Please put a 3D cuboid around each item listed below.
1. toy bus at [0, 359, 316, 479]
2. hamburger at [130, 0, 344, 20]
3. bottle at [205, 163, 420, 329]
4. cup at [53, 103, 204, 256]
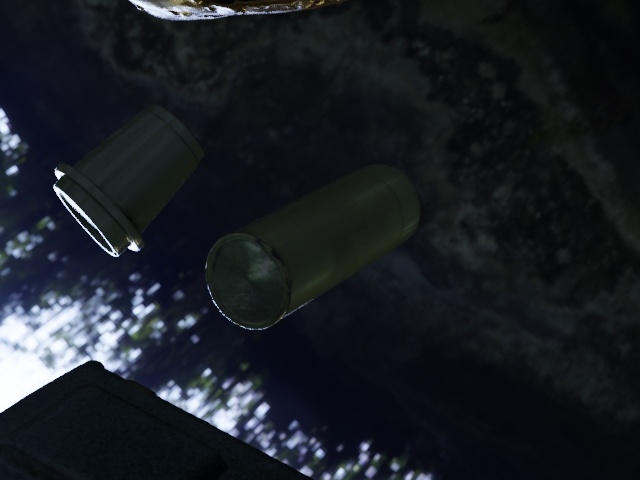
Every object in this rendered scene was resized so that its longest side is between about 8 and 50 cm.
[{"bbox_3d":[-0.063,0.218,0.753,0.323,0.162,0.194,25,-57,23],"label":"toy bus"},{"bbox_3d":[-0.025,-0.196,0.793,0.213,0.214,0.108,3,-64,32],"label":"hamburger"},{"bbox_3d":[0.000,0.000,1.036,0.072,0.201,0.072,11,-68,29],"label":"bottle"},{"bbox_3d":[-0.192,-0.066,1.431,0.120,0.141,0.120,44,-12,11],"label":"cup"}]
